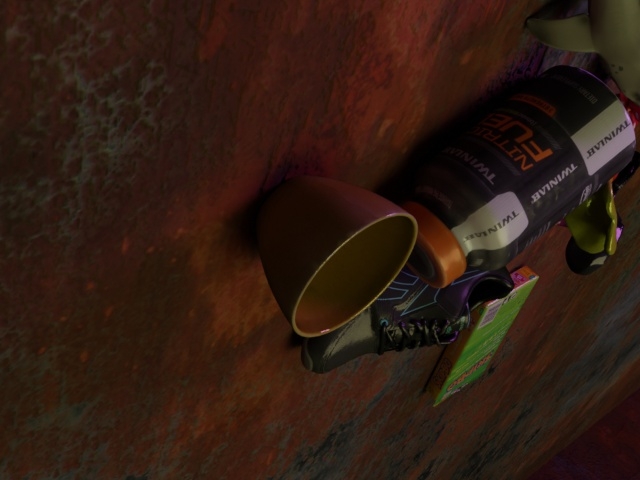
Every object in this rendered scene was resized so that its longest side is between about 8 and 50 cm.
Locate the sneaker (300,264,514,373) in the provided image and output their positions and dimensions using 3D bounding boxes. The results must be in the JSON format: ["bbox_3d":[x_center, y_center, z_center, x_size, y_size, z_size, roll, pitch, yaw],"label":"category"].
[{"bbox_3d":[0.099,0.074,0.996,0.267,0.106,0.101,-33,153,-20],"label":"sneaker"}]

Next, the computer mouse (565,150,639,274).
[{"bbox_3d":[0.392,-0.047,1.245,0.071,0.041,0.242,-38,-164,53],"label":"computer mouse"}]

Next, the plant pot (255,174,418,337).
[{"bbox_3d":[0.000,0.000,0.753,0.134,0.095,0.134,-35,153,-21],"label":"plant pot"}]

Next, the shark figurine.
[{"bbox_3d":[0.295,-0.264,0.831,0.116,0.166,0.278,-49,152,-61],"label":"shark figurine"}]

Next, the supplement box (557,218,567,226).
[{"bbox_3d":[0.328,-0.051,1.211,0.055,0.043,0.083,-55,153,18],"label":"supplement box"}]

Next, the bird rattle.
[{"bbox_3d":[0.320,-0.113,1.068,0.253,0.143,0.207,-62,175,-8],"label":"bird rattle"}]

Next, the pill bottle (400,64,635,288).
[{"bbox_3d":[0.183,-0.057,0.893,0.246,0.130,0.130,-38,153,-15],"label":"pill bottle"}]

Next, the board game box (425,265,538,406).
[{"bbox_3d":[0.245,0.155,1.402,0.124,0.039,0.259,-24,145,-35],"label":"board game box"}]
